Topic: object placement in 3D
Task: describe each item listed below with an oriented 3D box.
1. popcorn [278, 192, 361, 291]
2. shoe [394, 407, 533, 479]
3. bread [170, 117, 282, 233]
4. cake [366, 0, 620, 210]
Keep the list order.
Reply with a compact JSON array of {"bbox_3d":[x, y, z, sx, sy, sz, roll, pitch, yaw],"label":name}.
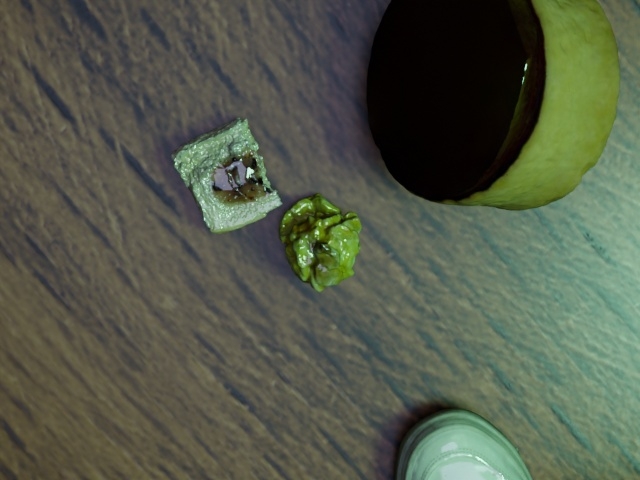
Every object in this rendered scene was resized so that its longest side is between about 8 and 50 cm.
[{"bbox_3d":[-0.003,0.001,0.966,0.059,0.068,0.083,0,65,-43],"label":"popcorn"},{"bbox_3d":[0.158,0.295,0.945,0.124,0.159,0.316,-27,98,1],"label":"shoe"},{"bbox_3d":[-0.077,-0.051,0.969,0.070,0.035,0.083,-22,98,1],"label":"bread"},{"bbox_3d":[0.154,-0.115,0.904,0.178,0.207,0.185,2,93,-30],"label":"cake"}]
